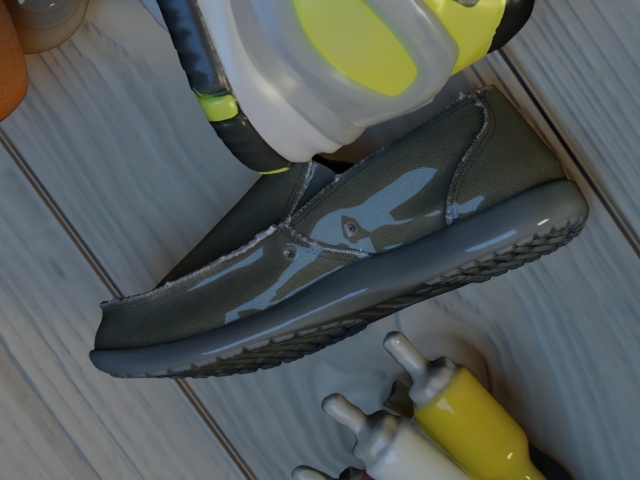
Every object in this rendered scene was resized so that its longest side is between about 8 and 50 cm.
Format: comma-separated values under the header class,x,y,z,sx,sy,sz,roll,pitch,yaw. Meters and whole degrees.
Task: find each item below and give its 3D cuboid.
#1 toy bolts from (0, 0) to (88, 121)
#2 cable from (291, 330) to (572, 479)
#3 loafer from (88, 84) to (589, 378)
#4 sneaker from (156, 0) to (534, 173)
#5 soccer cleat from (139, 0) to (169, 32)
class,x,y,z,sx,sy,sz,roll,pitch,yaw
toy bolts,-0.230,-0.162,0.878,0.218,0.158,0.228,24,139,55
cable,0.118,0.161,0.895,0.287,0.072,0.139,35,124,3
loafer,0.000,0.000,0.871,0.251,0.094,0.087,-21,79,17
sneaker,-0.033,-0.226,0.726,0.147,0.145,0.385,-20,107,3
soccer cleat,-0.093,-0.171,0.841,0.196,0.068,0.076,55,160,-18
